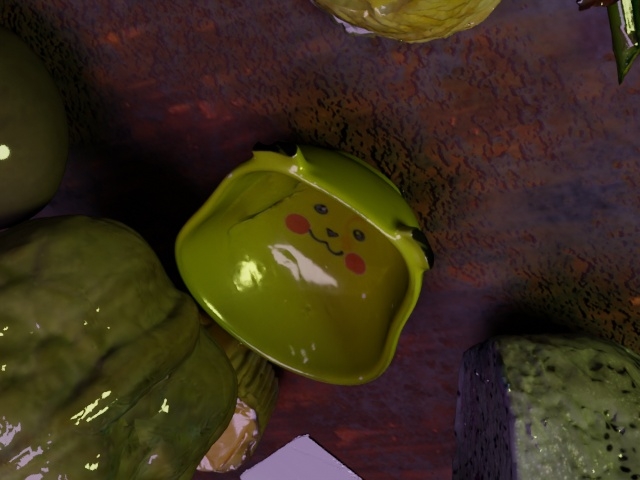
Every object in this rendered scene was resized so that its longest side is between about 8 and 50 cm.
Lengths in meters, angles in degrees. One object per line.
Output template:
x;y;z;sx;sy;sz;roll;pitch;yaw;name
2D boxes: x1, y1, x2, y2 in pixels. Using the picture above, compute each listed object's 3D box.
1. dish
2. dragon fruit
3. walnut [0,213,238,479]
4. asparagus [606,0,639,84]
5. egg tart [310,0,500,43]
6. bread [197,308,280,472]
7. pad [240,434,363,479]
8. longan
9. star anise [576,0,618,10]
0.000;0.000;1.250;0.221;0.108;0.262;32;140;0;dish
0.233;0.189;1.218;0.203;0.221;0.283;-1;175;-6;dragon fruit
-0.228;0.130;1.275;0.282;0.277;0.253;49;157;8;walnut
0.197;-0.213;0.984;0.027;0.034;0.236;6;131;38;asparagus
0.030;-0.232;1.026;0.231;0.098;0.252;10;138;27;egg tart
-0.136;0.143;1.467;0.190;0.114;0.132;33;124;-4;bread
0.029;0.316;1.614;0.232;0.004;0.156;40;137;-9;pad
-0.330;-0.108;1.286;0.220;0.196;0.197;19;138;28;longan
0.245;-0.203;0.959;0.158;0.144;0.141;14;91;10;star anise
